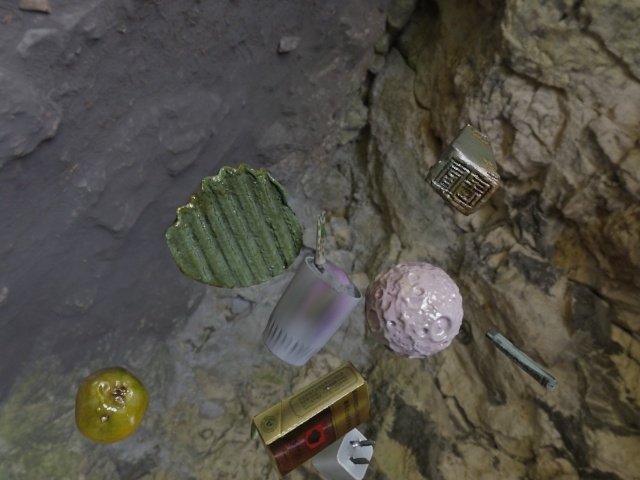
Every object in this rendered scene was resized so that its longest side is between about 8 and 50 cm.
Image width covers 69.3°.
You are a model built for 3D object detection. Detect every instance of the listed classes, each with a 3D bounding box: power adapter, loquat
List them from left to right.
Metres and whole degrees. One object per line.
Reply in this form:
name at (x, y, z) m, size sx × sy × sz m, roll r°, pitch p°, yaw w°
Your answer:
loquat at (-0.613, 0.484, 1.357) m, size 0.213 × 0.213 × 0.246 m, roll -50°, pitch 178°, yaw -45°
power adapter at (0.091, 0.667, 1.447) m, size 0.205 × 0.125 × 0.130 m, roll -32°, pitch -166°, yaw 44°

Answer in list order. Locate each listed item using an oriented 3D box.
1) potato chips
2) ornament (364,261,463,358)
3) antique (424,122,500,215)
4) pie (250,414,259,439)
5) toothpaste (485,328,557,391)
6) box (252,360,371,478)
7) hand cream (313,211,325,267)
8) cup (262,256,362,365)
potato chips at (-0.227, -0.007, 1.285) m, size 0.358 × 0.070 × 0.429 m, roll -32°, pitch 137°, yaw -13°
ornament at (0.245, 0.181, 1.208) m, size 0.259 × 0.259 × 0.225 m, roll -53°, pitch -149°, yaw -4°
antique at (0.367, -0.200, 1.187) m, size 0.125 × 0.150 × 0.284 m, roll -53°, pitch -176°, yaw 36°
pie at (-0.229, 0.655, 1.629) m, size 0.085 × 0.017 × 0.085 m, roll -57°, pitch -160°, yaw 35°
toothpaste at (0.601, 0.356, 1.397) m, size 0.039 × 0.239 × 0.062 m, roll -23°, pitch 134°, yaw -25°
box at (-0.010, 0.378, 0.982) m, size 0.240 × 0.071 × 0.159 m, roll -26°, pitch 134°, yaw -20°
hand cream at (0.000, 0.000, 1.337) m, size 0.057 × 0.037 × 0.165 m, roll -37°, pitch 134°, yaw -64°
cup at (-0.035, 0.263, 1.723) m, size 0.371 × 0.253 × 0.253 m, roll -57°, pitch 176°, yaw 11°
